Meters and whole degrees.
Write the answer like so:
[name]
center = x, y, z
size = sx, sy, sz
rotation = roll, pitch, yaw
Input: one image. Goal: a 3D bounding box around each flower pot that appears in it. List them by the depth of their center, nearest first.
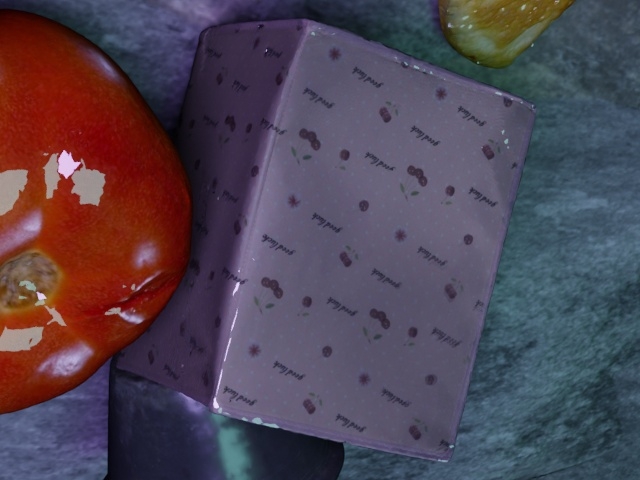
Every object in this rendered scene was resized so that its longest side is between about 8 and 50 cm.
[flower pot]
center = -0.104, 0.157, 1.375
size = 0.235, 0.235, 0.148
rotation = -20, 114, -21

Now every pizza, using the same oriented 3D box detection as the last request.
[pizza]
center = 0.205, -0.274, 1.352
size = 0.262, 0.034, 0.181
rotation = -39, 138, -2

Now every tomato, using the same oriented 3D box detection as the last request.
[tomato]
center = -0.246, -0.026, 1.089
size = 0.298, 0.226, 0.298
rotation = -15, 134, -16

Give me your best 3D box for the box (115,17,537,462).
[box]
center = 0.000, 0.000, 1.215
size = 0.225, 0.190, 0.297
rotation = 16, 86, -30
